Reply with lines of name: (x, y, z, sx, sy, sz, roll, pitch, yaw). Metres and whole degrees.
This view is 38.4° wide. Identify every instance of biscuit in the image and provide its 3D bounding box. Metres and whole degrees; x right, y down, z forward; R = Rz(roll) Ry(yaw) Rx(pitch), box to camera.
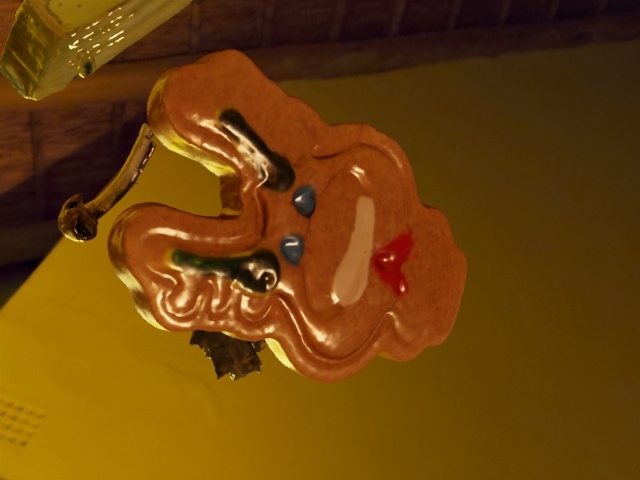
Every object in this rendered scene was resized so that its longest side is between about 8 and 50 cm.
biscuit: (0.000, 0.000, 0.694, 0.334, 0.202, 0.047, 26, -14, -40)

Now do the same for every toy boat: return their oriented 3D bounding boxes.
toy boat: (-0.267, -0.283, 1.112, 0.111, 0.276, 0.084, 45, -17, 22)

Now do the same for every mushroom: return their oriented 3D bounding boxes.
mushroom: (-0.283, -0.077, 1.246, 0.060, 0.061, 0.187, 42, -92, -18)

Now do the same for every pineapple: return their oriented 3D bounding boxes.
pineapple: (-0.101, 0.093, 1.073, 0.128, 0.248, 0.128, -1, -84, -6)
